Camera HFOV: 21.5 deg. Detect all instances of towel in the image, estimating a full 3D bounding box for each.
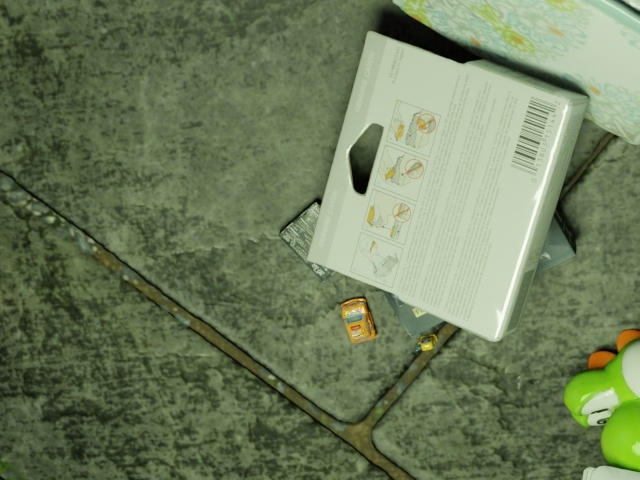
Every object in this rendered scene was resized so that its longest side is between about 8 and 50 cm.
[{"bbox_3d":[0.261,-0.251,1.808,0.374,0.320,0.090,30,78,-1],"label":"towel"}]

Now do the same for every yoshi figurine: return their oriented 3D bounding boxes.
[{"bbox_3d":[0.473,0.191,1.981,0.362,0.203,0.203,-17,112,17],"label":"yoshi figurine"}]

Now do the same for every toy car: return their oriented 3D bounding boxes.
[{"bbox_3d":[0.084,0.106,2.087,0.122,0.040,0.060,3,109,8],"label":"toy car"}]

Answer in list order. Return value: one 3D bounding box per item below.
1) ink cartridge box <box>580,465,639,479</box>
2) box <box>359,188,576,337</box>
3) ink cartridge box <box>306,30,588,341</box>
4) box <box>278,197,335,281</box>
[{"bbox_3d":[0.396,0.412,2.018,0.223,0.129,0.307,11,146,6],"label":"ink cartridge box"},{"bbox_3d":[0.164,-0.014,2.024,0.233,0.059,0.183,-28,101,16],"label":"box"},{"bbox_3d":[0.143,-0.068,1.944,0.261,0.066,0.296,23,109,24],"label":"ink cartridge box"},{"bbox_3d":[0.000,0.000,2.076,0.067,0.018,0.083,-42,98,19],"label":"box"}]
